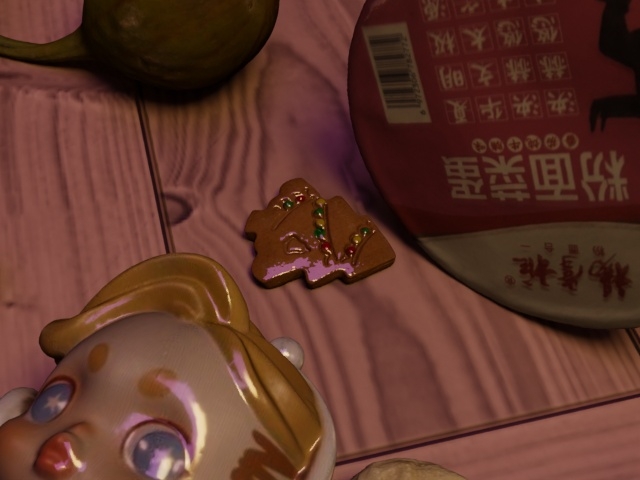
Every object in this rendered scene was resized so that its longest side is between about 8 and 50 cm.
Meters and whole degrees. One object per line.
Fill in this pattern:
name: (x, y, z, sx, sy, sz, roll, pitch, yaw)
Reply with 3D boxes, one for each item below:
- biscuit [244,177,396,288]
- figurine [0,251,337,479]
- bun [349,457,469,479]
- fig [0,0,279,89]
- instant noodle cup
biscuit: (0.000, 0.000, 0.528, 0.092, 0.016, 0.082, 15, 53, 9)
figurine: (-0.082, 0.144, 0.349, 0.194, 0.133, 0.274, -7, 56, 19)
bun: (0.043, 0.137, 0.403, 0.086, 0.055, 0.086, 2, 53, -2)
fig: (-0.142, -0.146, 0.582, 0.236, 0.124, 0.124, -12, 51, 15)
instant noodle cup: (0.159, -0.093, 0.493, 0.235, 0.234, 0.178, 33, 48, 18)
